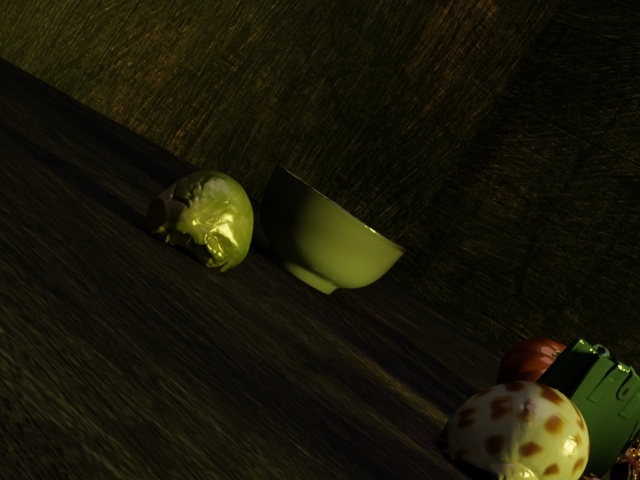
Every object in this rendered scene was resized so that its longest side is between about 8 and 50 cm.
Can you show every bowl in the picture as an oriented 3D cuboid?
[{"bbox_3d":[0.000,0.000,2.353,0.354,0.185,0.354,33,3,-2],"label":"bowl"}]

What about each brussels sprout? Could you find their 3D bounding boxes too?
[{"bbox_3d":[-0.184,-0.038,1.652,0.131,0.145,0.183,-2,-30,45],"label":"brussels sprout"}]

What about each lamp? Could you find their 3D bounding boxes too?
[{"bbox_3d":[0.465,0.308,2.159,0.223,0.196,0.223,28,43,-30],"label":"lamp"}]

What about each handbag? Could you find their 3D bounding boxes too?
[{"bbox_3d":[0.457,0.305,1.806,0.089,0.238,0.326,43,8,39],"label":"handbag"}]

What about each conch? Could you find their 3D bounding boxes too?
[{"bbox_3d":[0.285,0.266,1.445,0.183,0.148,0.275,38,7,16],"label":"conch"}]

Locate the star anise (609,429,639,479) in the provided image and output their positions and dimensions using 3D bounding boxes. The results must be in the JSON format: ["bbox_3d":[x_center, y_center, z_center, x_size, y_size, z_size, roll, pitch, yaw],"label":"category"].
[{"bbox_3d":[0.611,0.420,2.092,0.288,0.088,0.288,38,40,-40],"label":"star anise"}]

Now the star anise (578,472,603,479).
[{"bbox_3d":[0.466,0.418,1.540,0.263,0.081,0.230,19,9,-27],"label":"star anise"}]
